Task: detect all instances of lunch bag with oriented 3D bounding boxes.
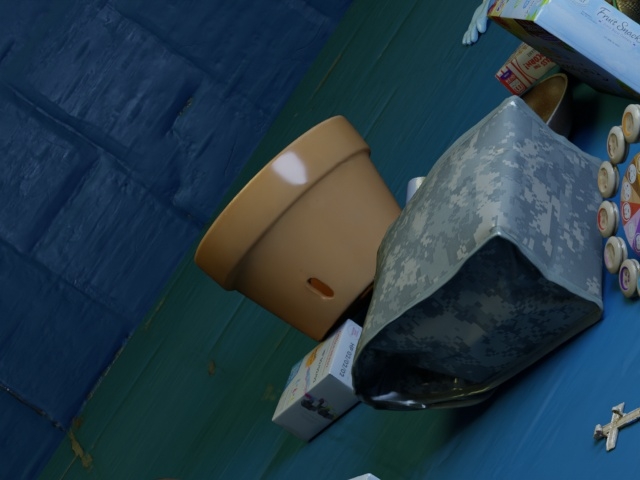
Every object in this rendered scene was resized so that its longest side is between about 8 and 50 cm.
[{"bbox_3d":[0.154,0.034,1.437,0.287,0.169,0.235,-41,23,36],"label":"lunch bag"}]

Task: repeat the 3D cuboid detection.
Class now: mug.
[{"bbox_3d":[0.149,-0.050,1.923,0.078,0.062,0.064,-47,22,58],"label":"mug"}]

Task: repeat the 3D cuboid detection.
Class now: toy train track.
[{"bbox_3d":[0.255,0.147,1.142,0.083,0.014,0.048,-40,20,47],"label":"toy train track"}]

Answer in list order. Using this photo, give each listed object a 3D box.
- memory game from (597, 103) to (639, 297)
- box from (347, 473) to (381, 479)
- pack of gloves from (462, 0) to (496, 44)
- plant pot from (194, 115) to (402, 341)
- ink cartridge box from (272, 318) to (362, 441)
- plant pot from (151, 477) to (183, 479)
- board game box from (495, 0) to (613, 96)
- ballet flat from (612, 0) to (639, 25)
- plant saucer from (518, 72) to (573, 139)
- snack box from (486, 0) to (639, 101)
[{"bbox_3d":[0.292,-0.035,1.245,0.186,0.012,0.186,179,90,-78],"label":"memory game"},{"bbox_3d":[0.060,0.295,1.121,0.091,0.170,0.130,-35,23,57],"label":"box"},{"bbox_3d":[0.314,-0.454,2.370,0.195,0.046,0.232,-38,21,49],"label":"pack of gloves"},{"bbox_3d":[0.000,0.000,1.876,0.291,0.203,0.291,-44,-9,-9],"label":"plant pot"},{"bbox_3d":[0.019,0.178,1.808,0.181,0.061,0.104,-43,18,41],"label":"ink cartridge box"},{"bbox_3d":[-0.229,0.423,1.778,0.263,0.263,0.229,-50,-5,22],"label":"plant pot"},{"bbox_3d":[0.328,-0.289,1.807,0.193,0.045,0.147,-49,6,-39],"label":"board game box"},{"bbox_3d":[0.398,-0.316,1.674,0.067,0.073,0.206,-31,27,28],"label":"ballet flat"},{"bbox_3d":[0.215,-0.079,1.713,0.310,0.050,0.310,-49,9,10],"label":"plant saucer"},{"bbox_3d":[0.302,-0.236,1.571,0.070,0.174,0.207,-57,13,6],"label":"snack box"}]
